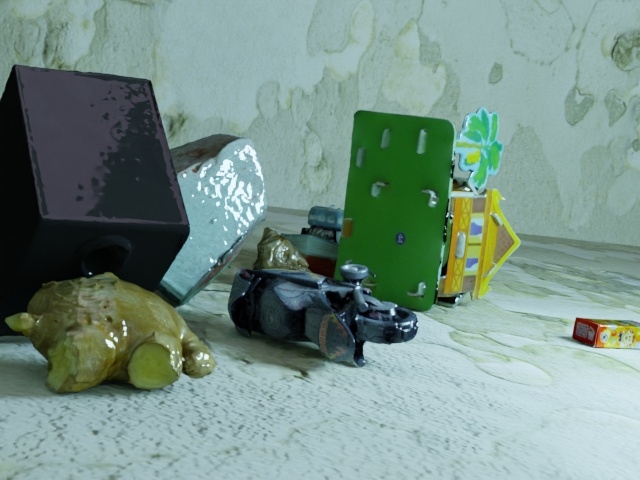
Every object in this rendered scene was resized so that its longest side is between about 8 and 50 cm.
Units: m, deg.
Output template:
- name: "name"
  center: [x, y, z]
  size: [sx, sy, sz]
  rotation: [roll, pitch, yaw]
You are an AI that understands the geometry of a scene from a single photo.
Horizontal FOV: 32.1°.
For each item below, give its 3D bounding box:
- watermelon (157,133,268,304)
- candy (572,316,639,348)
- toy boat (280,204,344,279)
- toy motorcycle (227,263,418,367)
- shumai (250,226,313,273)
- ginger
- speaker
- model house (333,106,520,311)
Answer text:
- name: "watermelon"
  center: [-0.187, -0.056, 1.672]
  size: [0.228, 0.258, 0.387]
  rotation: [51, 12, 7]
- name: "candy"
  center: [0.473, 0.149, 1.791]
  size: [0.122, 0.038, 0.062]
  rotation: [4, 7, -26]
- name: "toy boat"
  center: [0.000, 0.000, 2.211]
  size: [0.145, 0.133, 0.332]
  rotation: [9, 6, 9]
- name: "toy motorcycle"
  center: [-0.018, 0.093, 1.473]
  size: [0.173, 0.108, 0.307]
  rotation: [-10, 17, -42]
- name: "shumai"
  center: [-0.060, 0.047, 1.937]
  size: [0.123, 0.105, 0.139]
  rotation: [10, 31, -1]
- name: "ginger"
  center: [-0.222, 0.098, 1.148]
  size: [0.216, 0.102, 0.157]
  rotation: [9, 30, -33]
- name: "speaker"
  center: [-0.287, -0.029, 1.283]
  size: [0.184, 0.254, 0.232]
  rotation: [3, 52, -31]
- name: "model house"
  center: [0.216, -0.069, 2.029]
  size: [0.242, 0.358, 0.312]
  rotation: [10, 8, 40]
